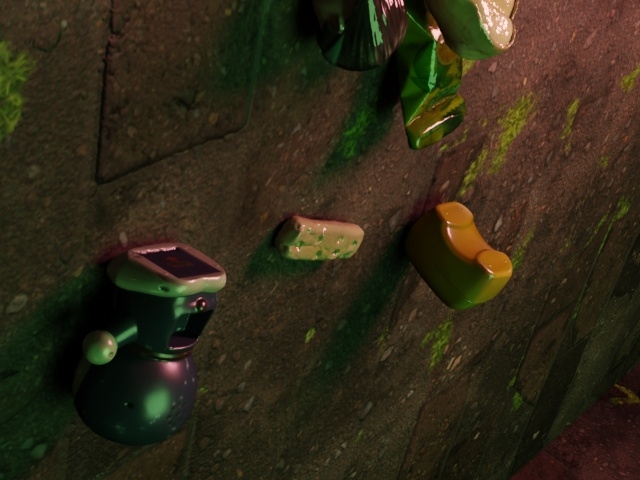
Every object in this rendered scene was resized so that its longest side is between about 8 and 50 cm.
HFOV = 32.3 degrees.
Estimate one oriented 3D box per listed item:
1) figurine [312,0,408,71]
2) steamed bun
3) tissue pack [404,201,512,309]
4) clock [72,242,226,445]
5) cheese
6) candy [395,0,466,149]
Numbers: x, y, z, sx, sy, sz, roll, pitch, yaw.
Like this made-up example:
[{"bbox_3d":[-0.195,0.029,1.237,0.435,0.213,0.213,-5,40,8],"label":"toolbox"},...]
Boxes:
[{"bbox_3d":[0.049,-0.316,1.298,0.138,0.110,0.245,-40,141,-34],"label":"figurine"},{"bbox_3d":[0.183,-0.344,1.446,0.231,0.110,0.212,5,81,-49],"label":"steamed bun"},{"bbox_3d":[0.229,0.034,1.890,0.123,0.178,0.127,-9,146,-54],"label":"tissue pack"},{"bbox_3d":[-0.212,0.131,1.332,0.200,0.147,0.243,-9,120,-60],"label":"clock"},{"bbox_3d":[0.000,0.000,1.629,0.194,0.043,0.065,5,115,-60],"label":"cheese"},{"bbox_3d":[0.155,-0.263,1.559,0.149,0.069,0.246,-34,133,-41],"label":"candy"}]
